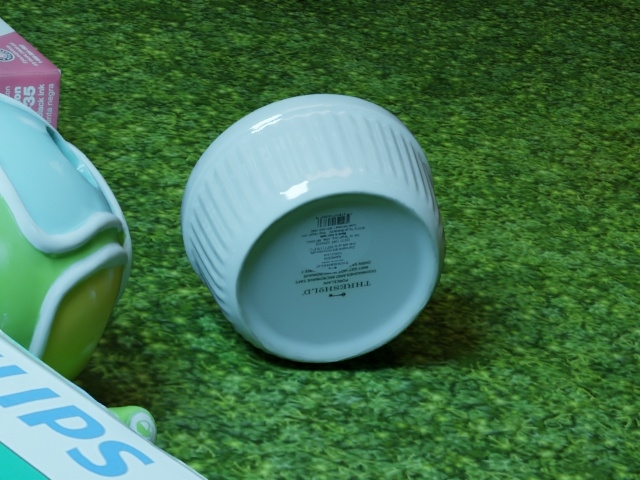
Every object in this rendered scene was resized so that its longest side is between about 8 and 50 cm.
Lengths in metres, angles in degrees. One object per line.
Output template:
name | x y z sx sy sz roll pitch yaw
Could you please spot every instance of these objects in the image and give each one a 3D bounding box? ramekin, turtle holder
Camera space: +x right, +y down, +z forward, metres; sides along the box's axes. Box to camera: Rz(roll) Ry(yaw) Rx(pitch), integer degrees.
ramekin | 0.000 0.000 1.513 0.207 0.207 0.109 3 33 -18
turtle holder | -0.234 0.025 1.299 0.227 0.243 0.320 -12 31 -44

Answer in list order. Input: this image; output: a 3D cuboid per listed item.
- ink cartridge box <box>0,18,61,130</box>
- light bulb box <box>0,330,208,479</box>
ink cartridge box | -0.405 -0.130 1.731 0.283 0.117 0.207 -6 29 -33
light bulb box | -0.240 0.239 0.665 0.225 0.358 0.361 30 32 34
